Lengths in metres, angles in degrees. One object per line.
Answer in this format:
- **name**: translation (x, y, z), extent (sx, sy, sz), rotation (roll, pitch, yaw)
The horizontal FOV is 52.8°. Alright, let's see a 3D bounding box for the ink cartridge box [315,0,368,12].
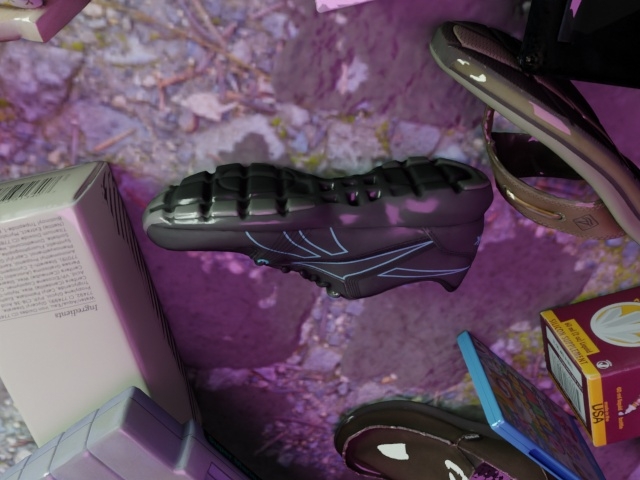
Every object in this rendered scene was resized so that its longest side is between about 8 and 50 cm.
- **ink cartridge box**: translation (0.011, -0.203, 0.437), extent (0.048, 0.028, 0.083), rotation (-12, 116, 1)

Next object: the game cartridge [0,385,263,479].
- **game cartridge**: translation (-0.113, 0.292, 0.550), extent (0.230, 0.068, 0.355), rotation (-36, 113, 10)

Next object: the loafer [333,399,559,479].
- **loafer**: translation (0.118, 0.210, 0.604), extent (0.220, 0.078, 0.080), rotation (5, 117, 11)

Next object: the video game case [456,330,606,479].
- **video game case**: translation (0.195, 0.163, 0.582), extent (0.166, 0.119, 0.015), rotation (39, 109, -21)

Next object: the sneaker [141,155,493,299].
- **sneaker**: translation (0.000, 0.000, 0.497), extent (0.267, 0.101, 0.106), rotation (-1, 118, -4)

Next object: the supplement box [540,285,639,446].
- **supplement box**: translation (0.307, 0.096, 0.567), extent (0.188, 0.104, 0.081), rotation (-16, 116, 2)

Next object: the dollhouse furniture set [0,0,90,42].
- **dollhouse furniture set**: translation (-0.232, -0.100, 0.255), extent (0.355, 0.174, 0.303), rotation (13, 145, 21)

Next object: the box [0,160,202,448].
- **box**: translation (-0.188, 0.084, 0.525), extent (0.113, 0.094, 0.275), rotation (-11, 117, 1)

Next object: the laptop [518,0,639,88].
- **laptop**: translation (0.357, -0.284, 0.353), extent (0.407, 0.236, 0.382), rotation (10, 126, 10)

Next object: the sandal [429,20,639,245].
- **sandal**: translation (0.187, -0.045, 0.487), extent (0.303, 0.120, 0.086), rotation (39, 121, -21)
